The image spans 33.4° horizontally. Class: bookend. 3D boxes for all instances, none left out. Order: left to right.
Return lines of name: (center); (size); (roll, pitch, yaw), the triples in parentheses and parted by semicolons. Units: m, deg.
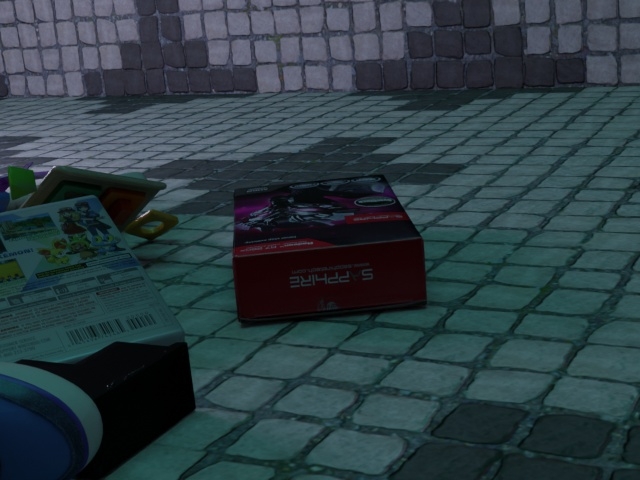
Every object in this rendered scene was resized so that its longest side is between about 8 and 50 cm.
bookend: (-0.229, 0.150, 1.008); (0.157, 0.072, 0.156); (2, 16, 27)

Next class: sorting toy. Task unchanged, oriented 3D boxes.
sorting toy: (-0.339, -0.033, 1.534); (0.347, 0.047, 0.196); (7, -35, -44)

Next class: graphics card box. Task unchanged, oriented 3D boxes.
graphics card box: (0.000, 0.000, 1.429); (0.232, 0.094, 0.371); (-6, 15, -2)

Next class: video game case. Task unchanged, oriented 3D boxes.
video game case: (-0.364, 0.066, 1.224); (0.329, 0.036, 0.300); (-14, 40, -26)

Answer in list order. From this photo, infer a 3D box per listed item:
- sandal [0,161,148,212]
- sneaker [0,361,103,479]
sandal: (-0.445, -0.067, 1.682); (0.169, 0.102, 0.416); (-34, -11, 30)
sneaker: (-0.349, 0.200, 0.804); (0.322, 0.130, 0.236); (0, 24, 6)
